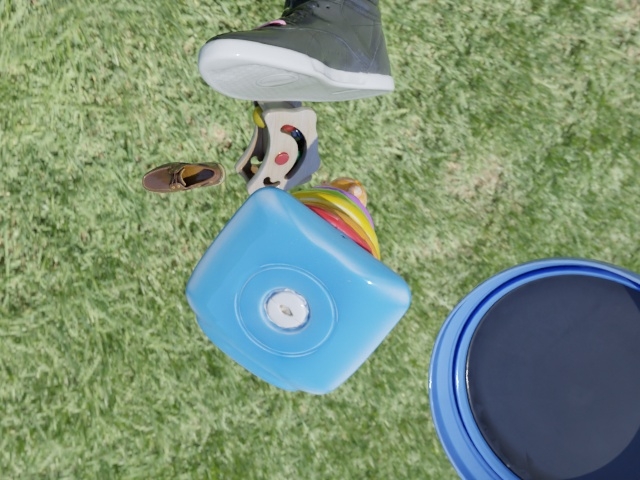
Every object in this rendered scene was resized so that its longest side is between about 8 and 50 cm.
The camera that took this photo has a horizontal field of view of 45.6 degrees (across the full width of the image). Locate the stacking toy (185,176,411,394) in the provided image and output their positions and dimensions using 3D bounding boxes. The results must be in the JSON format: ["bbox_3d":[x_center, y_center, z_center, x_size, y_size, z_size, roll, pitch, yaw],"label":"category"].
[{"bbox_3d":[0.000,0.000,0.794,0.175,0.302,0.166,36,117,-5],"label":"stacking toy"}]

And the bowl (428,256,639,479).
[{"bbox_3d":[0.334,0.209,0.994,0.077,0.391,0.391,-18,133,-57],"label":"bowl"}]

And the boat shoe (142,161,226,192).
[{"bbox_3d":[-0.288,-0.134,1.576,0.177,0.060,0.064,-6,93,7],"label":"boat shoe"}]

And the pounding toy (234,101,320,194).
[{"bbox_3d":[-0.100,-0.191,1.467,0.154,0.155,0.270,-22,143,-13],"label":"pounding toy"}]

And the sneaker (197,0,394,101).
[{"bbox_3d":[-0.027,-0.227,0.792,0.295,0.104,0.147,-11,93,-54],"label":"sneaker"}]
